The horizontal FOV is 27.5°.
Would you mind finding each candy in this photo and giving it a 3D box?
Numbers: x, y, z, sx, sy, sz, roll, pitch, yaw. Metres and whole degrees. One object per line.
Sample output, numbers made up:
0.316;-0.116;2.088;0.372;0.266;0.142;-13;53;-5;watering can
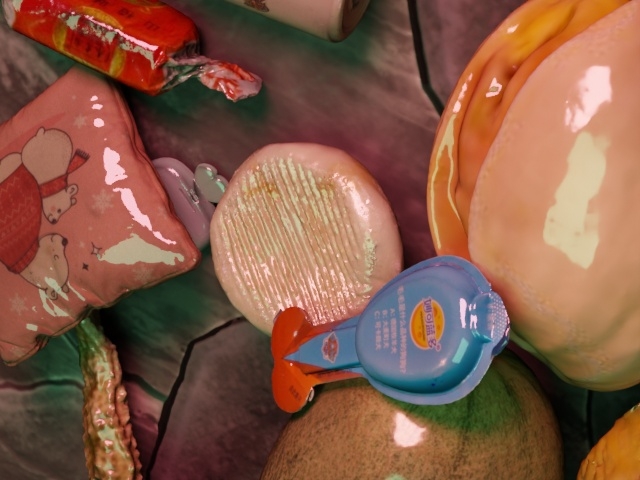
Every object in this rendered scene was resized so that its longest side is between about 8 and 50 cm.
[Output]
-0.183;-0.182;1.100;0.292;0.086;0.059;26;127;7;candy

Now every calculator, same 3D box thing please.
-0.145;-0.023;1.187;0.153;0.021;0.095;-28;99;30;calculator

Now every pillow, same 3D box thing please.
-0.233;-0.028;1.163;0.236;0.084;0.223;-28;75;25;pillow

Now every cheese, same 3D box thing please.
0.043;0.075;0.969;0.256;0.037;0.106;-16;68;48;cheese

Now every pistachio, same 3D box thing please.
0.198;-0.034;0.960;0.230;0.230;0.309;8;106;17;pistachio

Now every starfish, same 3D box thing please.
-0.156;0.271;1.195;0.324;0.082;0.432;34;133;56;starfish

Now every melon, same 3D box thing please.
0.071;0.223;1.081;0.248;0.248;0.329;23;111;10;melon

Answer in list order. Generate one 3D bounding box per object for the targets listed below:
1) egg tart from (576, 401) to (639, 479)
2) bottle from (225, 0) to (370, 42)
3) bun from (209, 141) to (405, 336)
0.296;0.194;1.014;0.288;0.288;0.118;-52;51;28;egg tart
-0.070;-0.244;1.024;0.233;0.110;0.110;23;116;11;bottle
0.000;0.000;1.096;0.183;0.102;0.183;7;103;30;bun
